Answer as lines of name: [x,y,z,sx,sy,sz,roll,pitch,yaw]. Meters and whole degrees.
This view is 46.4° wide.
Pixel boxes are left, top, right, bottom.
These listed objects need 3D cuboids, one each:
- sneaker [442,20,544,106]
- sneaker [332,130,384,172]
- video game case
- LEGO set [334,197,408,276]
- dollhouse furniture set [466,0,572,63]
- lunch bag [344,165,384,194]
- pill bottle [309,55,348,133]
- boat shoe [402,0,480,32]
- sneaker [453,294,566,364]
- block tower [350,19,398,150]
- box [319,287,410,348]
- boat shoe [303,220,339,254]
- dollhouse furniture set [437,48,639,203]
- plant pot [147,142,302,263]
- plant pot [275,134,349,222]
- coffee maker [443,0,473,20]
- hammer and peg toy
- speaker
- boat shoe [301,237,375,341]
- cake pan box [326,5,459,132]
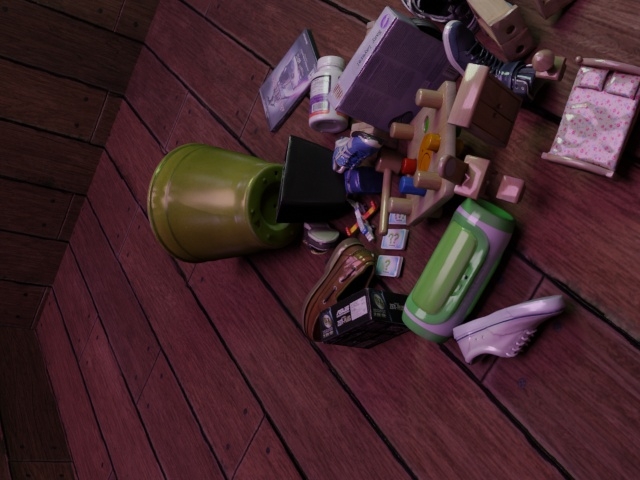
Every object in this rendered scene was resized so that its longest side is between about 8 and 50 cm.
sneaker: [0.359,-0.362,1.517,0.163,0.226,0.086,7,54,53]
sneaker: [0.089,-0.210,1.795,0.211,0.080,0.081,170,119,-71]
video game case: [-0.094,-0.493,2.311,0.274,0.026,0.196,-44,47,35]
LEGO set: [0.117,-0.010,1.848,0.244,0.060,0.182,5,79,54]
dollhouse furniture set: [0.426,-0.491,1.554,0.184,0.129,0.129,-34,49,12]
lunch bag: [0.106,-0.148,1.868,0.065,0.099,0.067,-11,81,55]
pill bottle: [0.026,-0.402,2.048,0.108,0.108,0.193,-14,67,51]
boat shoe: [0.262,-0.579,1.790,0.113,0.105,0.306,-58,40,24]
sneaker: [0.371,0.175,1.436,0.258,0.094,0.091,-33,72,49]
block tower: [0.157,-0.400,1.885,0.091,0.097,0.335,1,79,53]
box: [0.109,0.182,1.718,0.180,0.147,0.077,-33,54,45]
boat shoe: [0.000,0.000,1.945,0.228,0.081,0.068,-123,36,-75]
dollhouse furniture set: [0.420,-0.187,1.312,0.356,0.174,0.303,22,95,38]
plant pot: [-0.245,-0.104,2.151,0.353,0.367,0.366,4,82,43]
plant pot: [-0.019,-0.144,1.939,0.187,0.167,0.188,116,163,-74]
coffee maker: [0.251,-0.583,1.636,0.178,0.120,0.171,-129,32,-56]
hammer and peg toy: [0.227,-0.161,1.664,0.361,0.128,0.265,130,145,-71]
speaker: [0.283,0.062,1.542,0.131,0.131,0.296,47,117,49]
boat shoe: [0.042,0.146,1.838,0.104,0.111,0.307,49,130,40]
cake pan box: [0.183,-0.378,1.713,0.266,0.246,0.070,-55,42,28]
